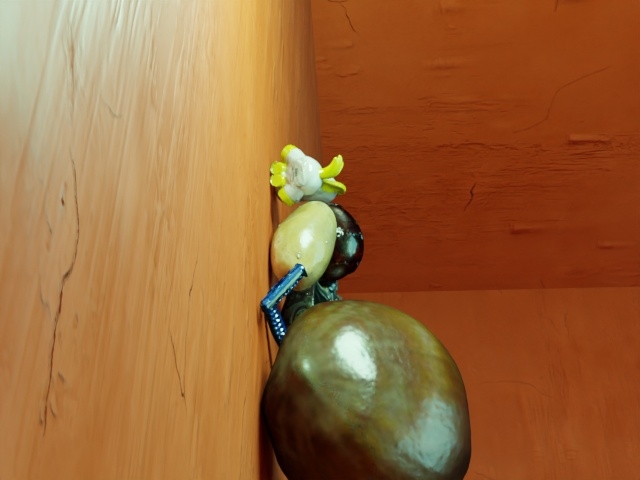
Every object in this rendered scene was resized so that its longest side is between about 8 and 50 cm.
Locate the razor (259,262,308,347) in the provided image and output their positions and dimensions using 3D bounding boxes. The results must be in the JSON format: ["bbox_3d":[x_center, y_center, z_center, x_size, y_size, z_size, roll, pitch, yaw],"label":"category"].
[{"bbox_3d":[-0.062,0.146,1.781,0.093,0.056,0.324,-46,155,-23],"label":"razor"}]

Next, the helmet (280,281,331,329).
[{"bbox_3d":[-0.026,0.162,2.022,0.153,0.107,0.177,-79,148,-65],"label":"helmet"}]

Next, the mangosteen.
[{"bbox_3d":[0.000,0.000,2.185,0.180,0.166,0.166,8,79,-62],"label":"mangosteen"}]

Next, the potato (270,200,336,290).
[{"bbox_3d":[-0.030,0.007,1.872,0.178,0.109,0.119,-67,155,-44],"label":"potato"}]

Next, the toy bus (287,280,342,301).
[{"bbox_3d":[-0.012,0.110,2.291,0.268,0.106,0.092,-73,162,-74],"label":"toy bus"}]

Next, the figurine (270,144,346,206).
[{"bbox_3d":[-0.020,-0.101,1.946,0.178,0.129,0.109,78,8,-73],"label":"figurine"}]

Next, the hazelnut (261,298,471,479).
[{"bbox_3d":[0.070,0.274,1.706,0.366,0.365,0.366,-1,90,-87],"label":"hazelnut"}]
